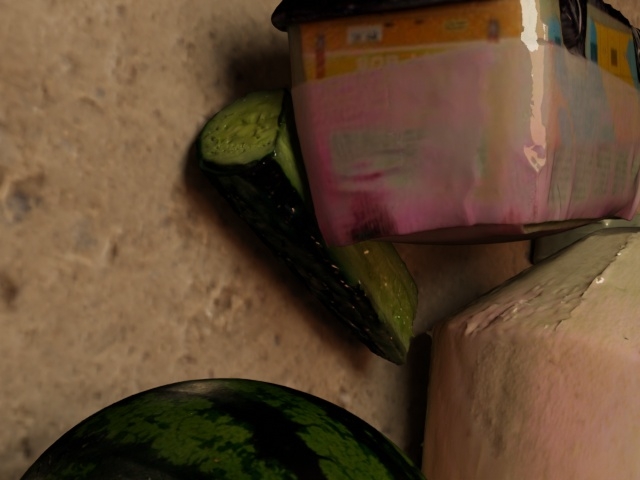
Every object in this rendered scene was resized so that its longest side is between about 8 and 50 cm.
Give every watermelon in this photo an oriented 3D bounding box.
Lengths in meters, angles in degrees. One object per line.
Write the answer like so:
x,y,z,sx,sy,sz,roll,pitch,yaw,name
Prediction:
-0.038,0.198,0.469,0.269,0.269,0.269,8,79,-49,watermelon

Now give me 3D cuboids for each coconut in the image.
0.220,0.142,0.763,0.297,0.297,0.310,17,79,-48,coconut

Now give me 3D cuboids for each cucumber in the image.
-0.003,0.002,0.687,0.211,0.062,0.078,56,33,-39,cucumber

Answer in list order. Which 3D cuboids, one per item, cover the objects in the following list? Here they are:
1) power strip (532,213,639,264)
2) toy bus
0.309,0.047,1.001,0.270,0.118,0.046,33,60,-43,power strip
0.124,-0.082,0.734,0.386,0.171,0.162,-8,100,-62,toy bus
